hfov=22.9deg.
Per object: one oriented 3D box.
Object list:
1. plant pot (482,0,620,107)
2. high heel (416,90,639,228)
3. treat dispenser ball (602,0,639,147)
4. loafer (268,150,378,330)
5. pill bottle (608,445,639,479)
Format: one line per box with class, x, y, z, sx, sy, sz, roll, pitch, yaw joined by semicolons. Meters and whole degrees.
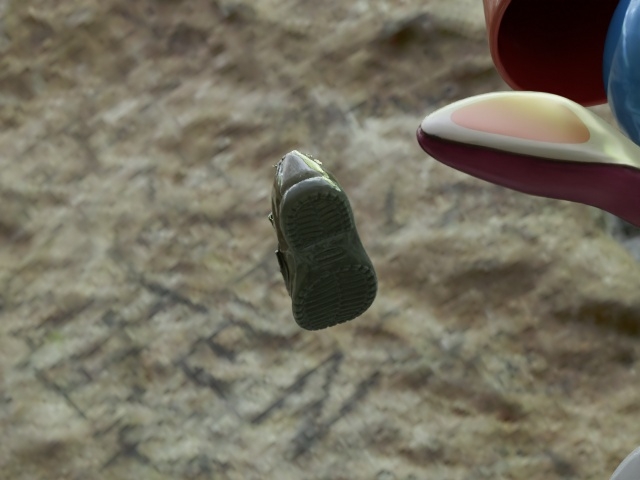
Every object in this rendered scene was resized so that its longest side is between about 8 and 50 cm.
plant pot;0.318;-0.346;2.005;0.275;0.275;0.243;-23;-133;10
high heel;0.253;-0.027;1.456;0.377;0.181;0.127;7;-146;-13
treat dispenser ball;0.467;-0.203;1.798;0.288;0.288;0.288;-17;-135;17
loafer;0.000;0.000;1.590;0.094;0.251;0.087;-15;-127;-7
pill bottle;0.299;0.223;1.073;0.117;0.215;0.117;-52;-158;31
